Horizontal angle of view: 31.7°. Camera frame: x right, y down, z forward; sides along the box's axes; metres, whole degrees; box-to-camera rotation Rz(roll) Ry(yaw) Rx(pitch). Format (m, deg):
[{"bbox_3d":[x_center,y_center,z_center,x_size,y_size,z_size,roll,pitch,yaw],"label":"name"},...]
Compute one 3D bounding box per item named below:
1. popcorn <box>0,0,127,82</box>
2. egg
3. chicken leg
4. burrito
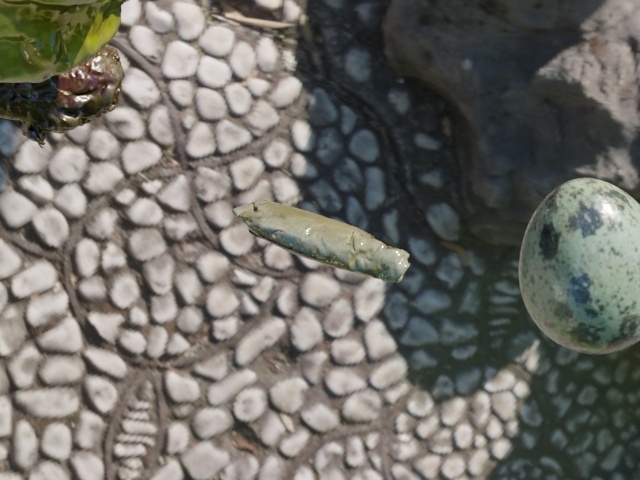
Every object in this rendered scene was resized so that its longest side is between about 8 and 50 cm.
[{"bbox_3d":[-0.279,-0.272,0.854,0.334,0.292,0.293,-41,84,15],"label":"popcorn"},{"bbox_3d":[0.241,0.022,1.004,0.132,0.132,0.172,-28,122,-14],"label":"egg"},{"bbox_3d":[-0.286,-0.148,1.089,0.196,0.080,0.125,-26,114,-21],"label":"chicken leg"},{"bbox_3d":[0.001,-0.002,1.124,0.188,0.058,0.045,17,96,11],"label":"burrito"}]
